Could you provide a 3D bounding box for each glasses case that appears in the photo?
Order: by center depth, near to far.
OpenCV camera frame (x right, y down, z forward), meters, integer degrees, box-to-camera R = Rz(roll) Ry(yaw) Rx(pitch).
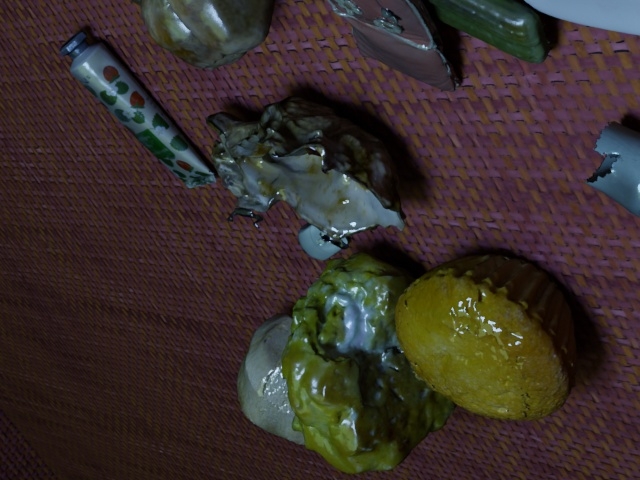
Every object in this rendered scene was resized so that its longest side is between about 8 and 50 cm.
[{"bbox_3d":[0.254,-0.222,1.241,0.197,0.049,0.076,18,148,37],"label":"glasses case"}]

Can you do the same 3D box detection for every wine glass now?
[{"bbox_3d":[0.347,-0.043,1.344,0.195,0.079,0.079,29,149,22],"label":"wine glass"}]

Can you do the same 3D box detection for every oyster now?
[{"bbox_3d":[-0.029,-0.085,1.718,0.337,0.133,0.197,6,137,52],"label":"oyster"}]

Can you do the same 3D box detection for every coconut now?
[{"bbox_3d":[-0.036,0.205,2.089,0.194,0.194,0.194,32,150,20],"label":"coconut"}]

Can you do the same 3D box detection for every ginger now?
[{"bbox_3d":[-0.137,-0.296,1.530,0.244,0.155,0.304,61,157,3],"label":"ginger"}]

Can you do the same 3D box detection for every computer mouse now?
[{"bbox_3d":[0.000,0.000,1.904,0.056,0.032,0.110,46,152,-7],"label":"computer mouse"}]

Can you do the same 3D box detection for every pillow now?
[{"bbox_3d":[0.065,-0.220,1.431,0.126,0.043,0.232,28,173,26],"label":"pillow"}]

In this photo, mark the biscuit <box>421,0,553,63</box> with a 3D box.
[{"bbox_3d":[0.083,-0.261,1.395,0.322,0.038,0.099,31,171,24],"label":"biscuit"}]

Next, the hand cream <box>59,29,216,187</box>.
[{"bbox_3d":[-0.252,-0.175,1.967,0.276,0.059,0.095,48,155,-19],"label":"hand cream"}]

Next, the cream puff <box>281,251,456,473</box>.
[{"bbox_3d":[0.048,0.155,1.824,0.185,0.282,0.282,4,134,57],"label":"cream puff"}]

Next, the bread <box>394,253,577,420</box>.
[{"bbox_3d":[0.204,0.113,1.681,0.240,0.139,0.240,31,150,20],"label":"bread"}]
